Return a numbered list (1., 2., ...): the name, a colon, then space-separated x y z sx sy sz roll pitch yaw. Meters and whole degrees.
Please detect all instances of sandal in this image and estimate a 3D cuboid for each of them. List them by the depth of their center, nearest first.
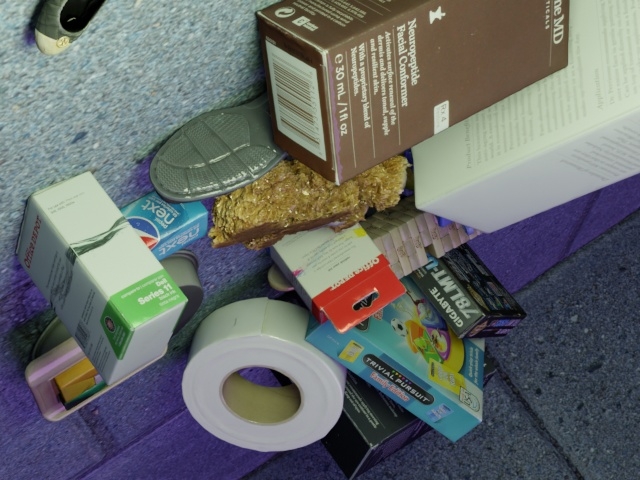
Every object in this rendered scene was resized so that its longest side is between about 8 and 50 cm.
1. sandal: -0.005 -0.002 2.268 0.240 0.088 0.079 -31 132 -41

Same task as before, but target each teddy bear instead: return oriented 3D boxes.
1. teddy bear: -0.021 -0.072 1.887 0.338 0.113 0.245 -13 166 -30

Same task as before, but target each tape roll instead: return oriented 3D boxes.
1. tape roll: -0.096 0.237 2.337 0.286 0.286 0.100 -48 -161 35

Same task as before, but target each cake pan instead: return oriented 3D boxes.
1. cake pan: -0.295 0.125 2.026 0.293 0.054 0.293 -33 164 -11

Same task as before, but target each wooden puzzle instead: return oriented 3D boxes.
1. wooden puzzle: -0.317 0.180 1.955 0.221 0.044 0.238 -31 163 -15

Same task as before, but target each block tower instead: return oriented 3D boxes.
1. block tower: 0.146 -0.009 2.230 0.335 0.091 0.097 -29 -153 -20

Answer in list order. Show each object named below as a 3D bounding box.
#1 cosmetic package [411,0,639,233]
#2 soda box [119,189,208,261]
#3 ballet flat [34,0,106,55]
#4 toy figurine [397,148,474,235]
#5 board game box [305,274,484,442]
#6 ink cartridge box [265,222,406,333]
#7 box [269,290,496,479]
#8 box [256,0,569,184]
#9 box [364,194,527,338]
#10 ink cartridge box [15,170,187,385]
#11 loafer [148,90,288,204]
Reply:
1. cosmetic package: 0.334 -0.194 1.803 0.161 0.230 0.453 19 151 -38
2. soda box: -0.253 0.003 1.755 0.210 0.067 0.071 -31 163 -19
3. ballet flat: -0.209 -0.231 1.238 0.173 0.049 0.057 -45 161 26
4. toy figurine: 0.158 -0.076 2.101 0.191 0.217 0.362 -34 163 -7
5. board game box: 0.140 0.163 2.351 0.079 0.336 0.253 -43 -159 31
6. ink cartridge box: 0.015 0.033 2.083 0.134 0.231 0.078 -32 163 -13
7. box: 0.099 0.224 2.573 0.312 0.343 0.179 -27 160 -26
8. box: 0.122 -0.240 1.612 0.381 0.143 0.191 -30 134 -26
9. box: 0.227 0.046 2.434 0.073 0.295 0.293 -44 163 16
10. ink cartridge box: -0.266 0.044 1.598 0.087 0.208 0.153 -29 163 -33
11. loafer: -0.081 -0.127 1.691 0.302 0.109 0.095 -34 168 -18
